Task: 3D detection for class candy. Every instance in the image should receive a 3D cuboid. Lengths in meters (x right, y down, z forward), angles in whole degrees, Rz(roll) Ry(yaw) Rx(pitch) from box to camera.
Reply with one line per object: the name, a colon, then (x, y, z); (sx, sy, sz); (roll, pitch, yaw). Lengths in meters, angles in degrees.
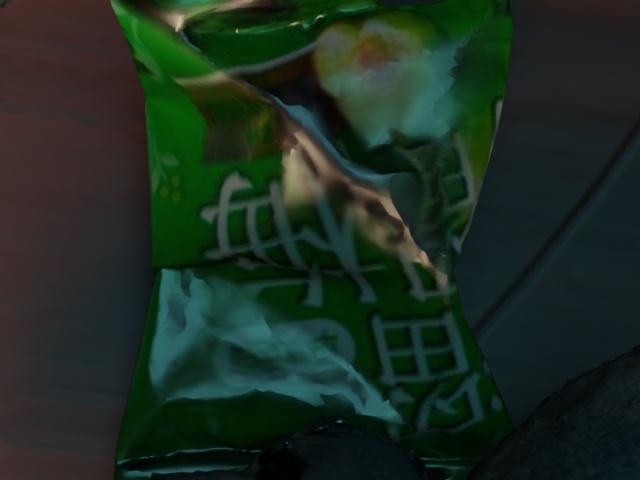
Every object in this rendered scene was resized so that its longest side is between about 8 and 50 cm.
candy: (0.002, -0.001, 0.683); (0.141, 0.078, 0.203); (2, 100, 4)

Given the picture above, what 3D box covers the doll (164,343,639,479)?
doll: (0.016, 0.102, 0.549); (0.340, 0.246, 0.158); (-28, 121, -8)
